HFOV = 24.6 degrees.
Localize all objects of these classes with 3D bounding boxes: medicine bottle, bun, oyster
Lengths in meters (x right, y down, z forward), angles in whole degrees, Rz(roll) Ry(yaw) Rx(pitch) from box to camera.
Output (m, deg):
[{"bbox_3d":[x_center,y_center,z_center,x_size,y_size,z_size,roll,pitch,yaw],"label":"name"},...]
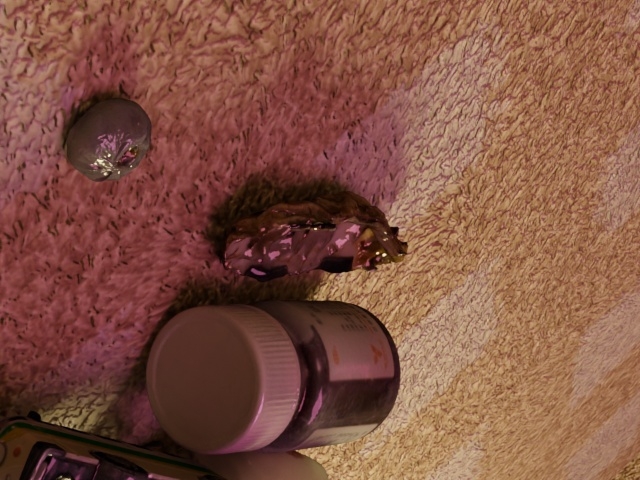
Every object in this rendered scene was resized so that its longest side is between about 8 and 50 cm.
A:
[{"bbox_3d":[-0.045,0.144,1.568,0.273,0.165,0.165,7,120,-57],"label":"medicine bottle"},{"bbox_3d":[-0.172,-0.081,1.216,0.083,0.045,0.083,-34,153,-20],"label":"bun"},{"bbox_3d":[0.002,-0.002,1.562,0.129,0.078,0.345,-37,161,23],"label":"oyster"}]

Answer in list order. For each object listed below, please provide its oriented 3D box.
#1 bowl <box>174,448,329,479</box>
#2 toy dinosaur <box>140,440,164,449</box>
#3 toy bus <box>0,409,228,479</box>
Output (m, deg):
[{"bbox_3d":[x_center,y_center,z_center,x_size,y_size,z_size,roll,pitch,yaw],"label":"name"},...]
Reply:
[{"bbox_3d":[-0.128,0.324,1.631,0.277,0.145,0.277,-44,-162,18],"label":"bowl"},{"bbox_3d":[-0.271,0.306,1.558,0.279,0.055,0.101,-52,142,4],"label":"toy dinosaur"},{"bbox_3d":[-0.212,0.259,1.400,0.305,0.179,0.143,23,90,-46],"label":"toy bus"}]
